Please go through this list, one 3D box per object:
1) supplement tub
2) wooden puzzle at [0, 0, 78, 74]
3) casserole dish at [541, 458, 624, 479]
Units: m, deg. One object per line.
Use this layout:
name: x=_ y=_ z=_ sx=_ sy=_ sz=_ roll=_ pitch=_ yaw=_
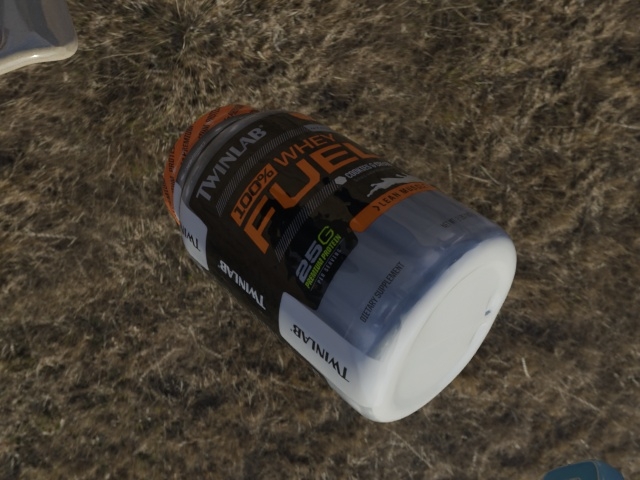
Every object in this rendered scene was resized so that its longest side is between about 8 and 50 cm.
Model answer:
supplement tub: x=0.000 y=0.000 z=0.560 sx=0.194 sy=0.316 sz=0.193 roll=-33 pitch=141 yaw=-31
wooden puzzle: x=-0.280 y=-0.156 z=0.327 sx=0.239 sy=0.044 sz=0.220 roll=-21 pitch=72 yaw=-7
casserole dish: x=0.305 y=0.334 z=0.709 sx=0.037 sy=0.188 sz=0.114 roll=47 pitch=128 yaw=-10
